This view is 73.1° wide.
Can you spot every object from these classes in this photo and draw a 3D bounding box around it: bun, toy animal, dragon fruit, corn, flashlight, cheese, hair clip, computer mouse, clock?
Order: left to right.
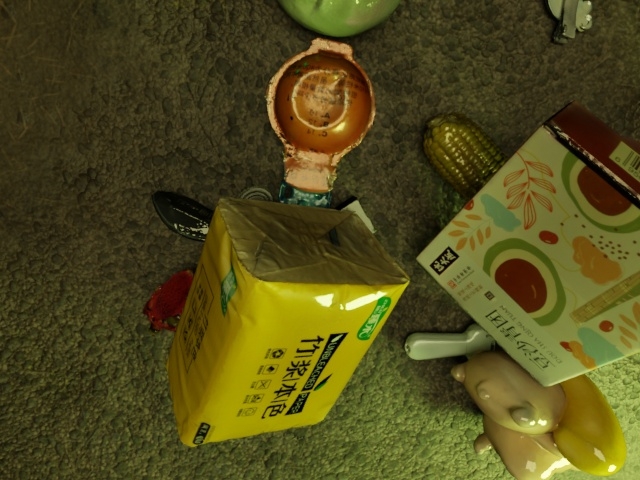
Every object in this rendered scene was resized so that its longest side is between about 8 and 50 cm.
[{"bbox_3d":[-0.252,-0.035,0.861,0.192,0.106,0.062,30,102,-7],"label":"computer mouse"},{"bbox_3d":[-0.248,0.125,0.879,0.208,0.133,0.150,-4,140,-30],"label":"dragon fruit"},{"bbox_3d":[-0.137,-0.076,0.908,0.083,0.010,0.074,-18,100,-1],"label":"clock"},{"bbox_3d":[-0.007,-0.215,0.834,0.217,0.129,0.329,9,100,-5],"label":"cheese"},{"bbox_3d":[0.025,-0.504,0.737,0.283,0.179,0.283,4,104,16],"label":"bun"},{"bbox_3d":[0.288,0.232,0.969,0.200,0.047,0.093,-3,107,-1],"label":"flashlight"},{"bbox_3d":[0.342,-0.114,0.880,0.120,0.120,0.363,-43,101,4],"label":"corn"},{"bbox_3d":[0.438,0.395,0.894,0.345,0.277,0.246,12,116,-24],"label":"toy animal"},{"bbox_3d":[0.507,-0.486,0.864,0.116,0.049,0.172,10,96,-10],"label":"hair clip"}]

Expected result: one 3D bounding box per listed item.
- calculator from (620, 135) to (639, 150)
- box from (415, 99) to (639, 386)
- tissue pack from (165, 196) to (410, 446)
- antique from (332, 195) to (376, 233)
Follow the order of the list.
[{"bbox_3d":[0.668,-0.136,0.855,0.330,0.220,0.048,12,129,-10],"label":"calculator"},{"bbox_3d":[0.403,0.032,0.730,0.344,0.385,0.122,46,54,13],"label":"box"},{"bbox_3d":[-0.074,0.145,0.748,0.293,0.228,0.382,5,124,-33],"label":"tissue pack"},{"bbox_3d":[0.000,0.000,0.895,0.221,0.081,0.080,-33,99,3],"label":"antique"}]
